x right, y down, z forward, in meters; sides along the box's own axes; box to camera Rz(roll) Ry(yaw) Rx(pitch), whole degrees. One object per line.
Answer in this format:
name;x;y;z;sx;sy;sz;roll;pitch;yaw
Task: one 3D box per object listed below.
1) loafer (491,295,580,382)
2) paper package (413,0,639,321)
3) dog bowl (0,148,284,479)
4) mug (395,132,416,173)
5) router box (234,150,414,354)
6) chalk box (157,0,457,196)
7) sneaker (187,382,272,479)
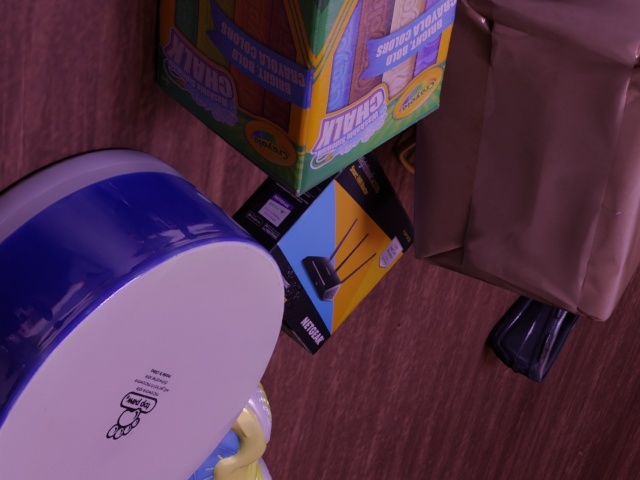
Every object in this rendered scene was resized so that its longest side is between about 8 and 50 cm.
loafer;0.274;0.052;1.722;0.223;0.078;0.076;-51;154;-3
paper package;0.205;-0.155;1.161;0.325;0.168;0.309;-57;161;-32
dog bowl;-0.149;0.079;1.042;0.265;0.104;0.265;-38;150;-26
mug;0.105;-0.083;1.304;0.078;0.062;0.064;-56;147;-6
router box;0.000;0.000;1.250;0.133;0.046;0.179;-49;154;-7
chalk box;-0.009;-0.128;0.977;0.132;0.132;0.213;-33;147;-34
sneaker;-0.106;0.179;1.290;0.126;0.091;0.240;-22;145;-16
